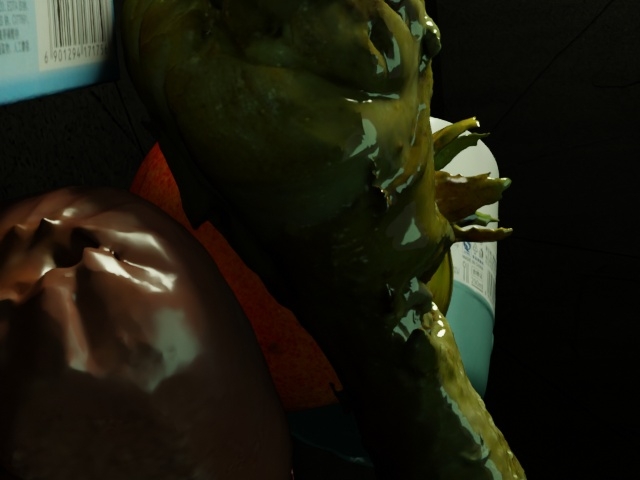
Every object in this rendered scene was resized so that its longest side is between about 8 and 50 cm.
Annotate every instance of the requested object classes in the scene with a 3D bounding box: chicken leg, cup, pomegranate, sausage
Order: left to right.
[{"bbox_3d":[-0.094,0.089,0.656,0.280,0.152,0.152,72,20,-49],"label":"sausage"},{"bbox_3d":[0.000,0.000,0.853,0.221,0.256,0.221,-22,90,-78],"label":"pomegranate"},{"bbox_3d":[0.016,0.028,1.092,0.289,0.219,0.258,30,54,-40],"label":"cup"},{"bbox_3d":[0.022,0.006,0.686,0.201,0.152,0.429,-73,143,-75],"label":"chicken leg"}]

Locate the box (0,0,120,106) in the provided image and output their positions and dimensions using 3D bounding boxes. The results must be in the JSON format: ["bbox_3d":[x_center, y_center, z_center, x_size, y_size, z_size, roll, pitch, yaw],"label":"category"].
[{"bbox_3d":[-0.160,-0.125,0.534,0.232,0.083,0.143,-41,129,-73],"label":"box"}]
